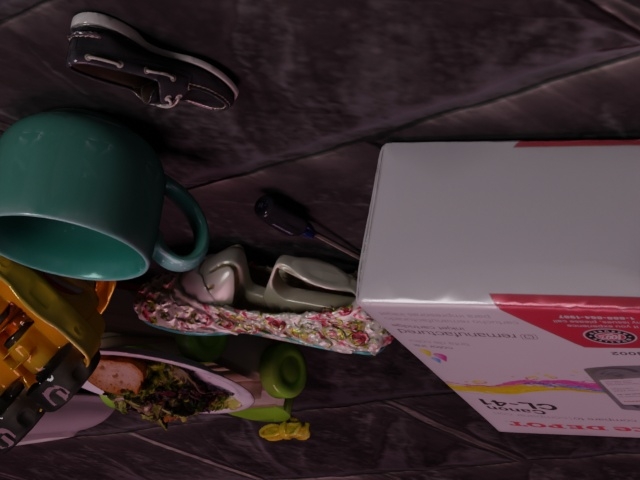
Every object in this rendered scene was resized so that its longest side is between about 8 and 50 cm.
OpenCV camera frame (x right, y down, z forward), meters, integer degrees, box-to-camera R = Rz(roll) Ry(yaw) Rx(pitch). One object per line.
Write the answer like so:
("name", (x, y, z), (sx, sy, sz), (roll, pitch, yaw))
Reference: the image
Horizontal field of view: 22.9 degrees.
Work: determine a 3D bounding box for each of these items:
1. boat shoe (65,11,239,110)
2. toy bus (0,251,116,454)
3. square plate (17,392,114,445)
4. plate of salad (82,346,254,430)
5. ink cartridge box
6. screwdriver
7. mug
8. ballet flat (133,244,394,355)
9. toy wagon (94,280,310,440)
("boat shoe", (-0.109, -0.106, 1.029), (0.125, 0.038, 0.046), (25, 155, -35))
("toy bus", (-0.241, 0.048, 1.319), (0.149, 0.211, 0.220), (45, 136, -8))
("square plate", (-0.440, 0.223, 1.818), (0.344, 0.049, 0.347), (-9, 173, 11))
("plate of salad", (-0.163, 0.146, 1.521), (0.200, 0.048, 0.200), (8, 160, 3))
("ink cartridge box", (0.190, 0.044, 1.162), (0.226, 0.131, 0.306), (-1, 156, 27))
("screwdriver", (0.000, 0.000, 1.290), (0.025, 0.024, 0.170), (-32, 145, 18))
("mug", (-0.171, -0.033, 1.170), (0.129, 0.097, 0.158), (-8, 154, 39))
("ballet flat", (-0.047, 0.041, 1.361), (0.241, 0.091, 0.077), (6, 130, 11))
("toy wagon", (-0.139, 0.130, 1.639), (0.267, 0.068, 0.344), (-8, 154, 41))
